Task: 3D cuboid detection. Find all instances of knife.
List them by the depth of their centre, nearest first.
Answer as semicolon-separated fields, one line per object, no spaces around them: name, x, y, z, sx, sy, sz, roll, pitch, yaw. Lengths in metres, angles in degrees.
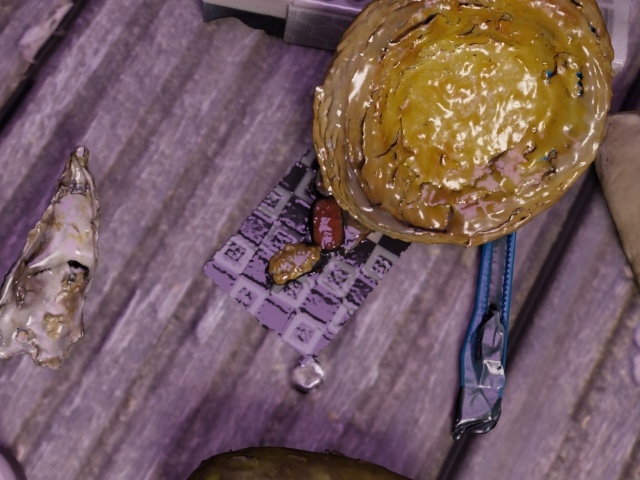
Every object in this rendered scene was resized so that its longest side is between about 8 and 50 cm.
knife;0.162;0.044;1.005;0.044;0.026;0.296;6;74;7

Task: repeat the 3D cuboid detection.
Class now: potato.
potato;-0.001;0.244;0.877;0.251;0.113;0.149;13;33;-3

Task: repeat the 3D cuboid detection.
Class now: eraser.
eraser;0.091;-0.230;1.036;0.404;0.096;0.098;10;75;-3

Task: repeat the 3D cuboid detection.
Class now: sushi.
sushi;0.000;0.000;0.994;0.139;0.031;0.201;39;74;4

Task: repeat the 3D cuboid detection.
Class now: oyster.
oyster;-0.236;0.023;0.960;0.106;0.061;0.200;37;76;-14

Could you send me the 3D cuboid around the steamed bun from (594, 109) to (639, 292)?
steamed bun;0.389;-0.044;1.015;0.212;0.110;0.231;-18;80;-12

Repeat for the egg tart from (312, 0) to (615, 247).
egg tart;0.126;-0.133;0.960;0.291;0.107;0.290;-3;117;-7

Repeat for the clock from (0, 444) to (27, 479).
clock;-0.327;0.340;0.823;0.296;0.113;0.322;-26;81;-13
